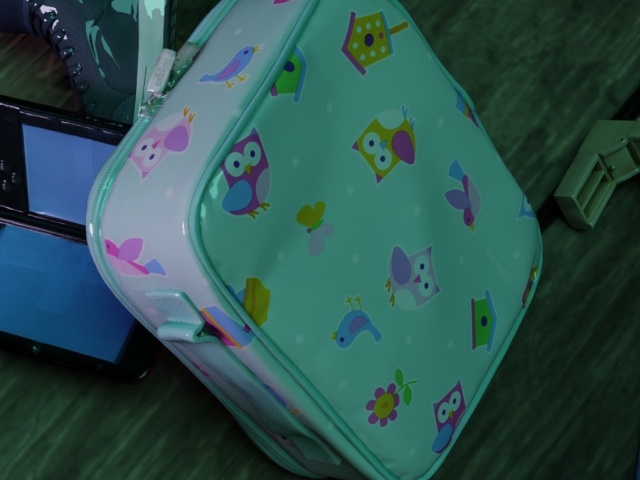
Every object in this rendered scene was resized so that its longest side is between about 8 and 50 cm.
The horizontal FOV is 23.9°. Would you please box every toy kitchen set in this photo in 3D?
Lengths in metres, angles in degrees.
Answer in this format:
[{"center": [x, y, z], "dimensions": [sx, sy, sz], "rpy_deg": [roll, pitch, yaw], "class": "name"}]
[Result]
[{"center": [0.220, -0.033, 1.021], "dimensions": [0.075, 0.083, 0.068], "rpy_deg": [-56, 130, -27], "class": "toy kitchen set"}]

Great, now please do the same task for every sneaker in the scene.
[{"center": [-0.171, -0.120, 0.949], "dimensions": [0.163, 0.086, 0.226], "rpy_deg": [1, 75, -5], "class": "sneaker"}]

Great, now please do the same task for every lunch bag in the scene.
[{"center": [0.000, 0.000, 0.851], "dimensions": [0.279, 0.107, 0.224], "rpy_deg": [51, 60, -36], "class": "lunch bag"}]

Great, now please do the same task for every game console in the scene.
[{"center": [-0.149, -0.003, 0.876], "dimensions": [0.144, 0.124, 0.085], "rpy_deg": [14, 36, 17], "class": "game console"}]

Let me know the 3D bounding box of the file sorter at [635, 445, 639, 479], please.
[{"center": [0.271, 0.142, 0.934], "dimensions": [0.118, 0.104, 0.170], "rpy_deg": [17, 63, -7], "class": "file sorter"}]
